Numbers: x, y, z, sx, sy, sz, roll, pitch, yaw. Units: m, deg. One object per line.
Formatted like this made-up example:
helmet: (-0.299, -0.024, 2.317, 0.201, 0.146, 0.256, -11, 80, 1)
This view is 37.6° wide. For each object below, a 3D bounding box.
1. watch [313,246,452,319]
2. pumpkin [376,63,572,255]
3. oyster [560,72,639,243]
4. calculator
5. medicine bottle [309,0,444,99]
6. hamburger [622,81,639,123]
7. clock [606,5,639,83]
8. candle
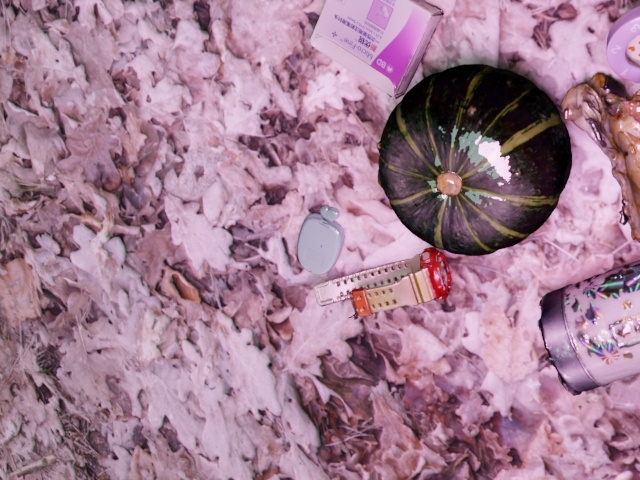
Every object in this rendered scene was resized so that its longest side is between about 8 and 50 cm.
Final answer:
watch: (0.110, 0.089, 1.749, 0.268, 0.165, 0.102, -16, 100, 10)
pumpkin: (0.251, -0.132, 1.559, 0.323, 0.241, 0.323, 8, 108, 26)
oyster: (0.504, -0.118, 1.474, 0.198, 0.133, 0.337, -41, 79, -3)
calculator: (0.000, 0.000, 1.875, 0.095, 0.021, 0.153, 27, 122, 18)
medicine bottle: (0.097, -0.376, 1.671, 0.201, 0.052, 0.171, 36, 121, 15)
hamburger: (0.618, -0.190, 1.336, 0.245, 0.155, 0.282, 40, 132, -19)
clock: (0.543, -0.297, 1.417, 0.198, 0.064, 0.172, 28, 137, -13)
candle: (0.523, 0.125, 1.534, 0.330, 0.187, 0.187, -25, 94, 32)
